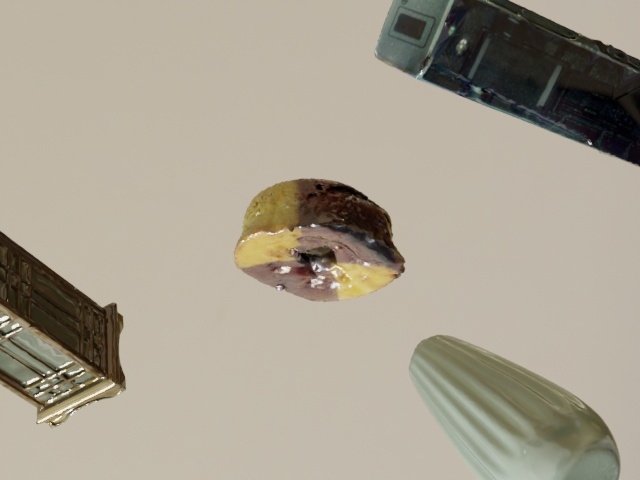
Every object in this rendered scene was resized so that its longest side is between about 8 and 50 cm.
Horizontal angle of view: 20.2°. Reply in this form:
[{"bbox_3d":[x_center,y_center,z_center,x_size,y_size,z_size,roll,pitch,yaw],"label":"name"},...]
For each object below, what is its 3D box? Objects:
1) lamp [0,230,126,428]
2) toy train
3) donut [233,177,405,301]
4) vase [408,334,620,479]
[{"bbox_3d":[-0.284,0.029,1.394,0.325,0.090,0.089,41,-150,-41],"label":"lamp"},{"bbox_3d":[0.222,-0.126,1.520,0.409,0.089,0.086,17,-82,-39],"label":"toy train"},{"bbox_3d":[0.000,0.000,1.470,0.140,0.140,0.059,60,-152,-57],"label":"donut"},{"bbox_3d":[0.183,0.178,1.789,0.128,0.248,0.128,-20,-52,-28],"label":"vase"}]
